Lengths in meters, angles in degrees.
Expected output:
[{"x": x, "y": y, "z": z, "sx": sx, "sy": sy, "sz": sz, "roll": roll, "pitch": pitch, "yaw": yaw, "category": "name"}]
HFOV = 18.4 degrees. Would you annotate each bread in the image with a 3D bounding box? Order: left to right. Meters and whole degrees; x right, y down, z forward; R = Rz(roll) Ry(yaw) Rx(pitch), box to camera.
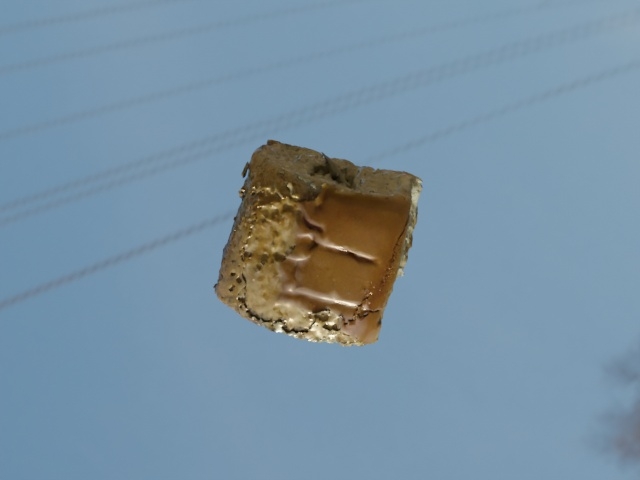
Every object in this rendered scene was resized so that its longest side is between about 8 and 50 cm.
[{"x": 0.000, "y": -0.001, "z": 0.894, "sx": 0.083, "sy": 0.070, "sz": 0.076, "roll": 15, "pitch": -159, "yaw": 7, "category": "bread"}]
